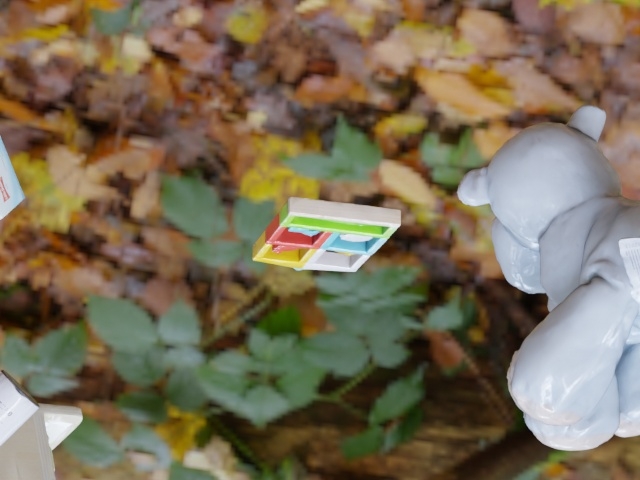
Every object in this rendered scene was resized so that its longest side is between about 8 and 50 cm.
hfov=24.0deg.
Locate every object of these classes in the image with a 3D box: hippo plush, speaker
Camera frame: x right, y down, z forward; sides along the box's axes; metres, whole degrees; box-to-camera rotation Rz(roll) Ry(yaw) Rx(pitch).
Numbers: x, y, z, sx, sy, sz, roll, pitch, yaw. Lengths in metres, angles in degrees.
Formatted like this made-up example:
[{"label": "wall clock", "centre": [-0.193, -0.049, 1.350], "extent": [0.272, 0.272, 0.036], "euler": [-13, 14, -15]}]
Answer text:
[{"label": "hippo plush", "centre": [0.208, 0.019, 1.285], "extent": [0.236, 0.234, 0.294], "euler": [48, 167, 37]}, {"label": "speaker", "centre": [-0.342, 0.193, 1.475], "extent": [0.055, 0.136, 0.055], "euler": [44, 172, 7]}]

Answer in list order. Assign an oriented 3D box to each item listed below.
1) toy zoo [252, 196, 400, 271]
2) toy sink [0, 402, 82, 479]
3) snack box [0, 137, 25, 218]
[{"label": "toy zoo", "centre": [0.000, 0.000, 2.574], "extent": [0.192, 0.030, 0.293], "euler": [7, 159, -16]}, {"label": "toy sink", "centre": [-0.422, 0.294, 1.901], "extent": [0.234, 0.131, 0.153], "euler": [11, 140, -40]}, {"label": "snack box", "centre": [-0.543, -0.127, 1.934], "extent": [0.322, 0.060, 0.187], "euler": [4, 125, 33]}]
